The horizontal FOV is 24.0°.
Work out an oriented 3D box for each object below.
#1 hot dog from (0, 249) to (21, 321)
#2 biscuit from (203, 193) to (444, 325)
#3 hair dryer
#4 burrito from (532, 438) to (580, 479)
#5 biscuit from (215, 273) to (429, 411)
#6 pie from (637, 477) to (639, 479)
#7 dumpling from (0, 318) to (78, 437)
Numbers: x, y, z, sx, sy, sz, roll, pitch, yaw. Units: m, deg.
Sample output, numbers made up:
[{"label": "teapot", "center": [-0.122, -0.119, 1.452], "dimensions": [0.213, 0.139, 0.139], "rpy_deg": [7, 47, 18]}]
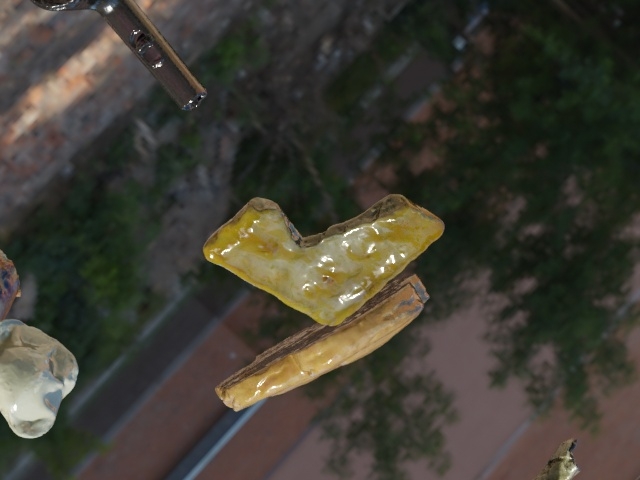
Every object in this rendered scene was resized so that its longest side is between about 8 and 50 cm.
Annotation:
[{"label": "hot dog", "center": [-0.640, 0.098, 2.246], "dimensions": [0.196, 0.367, 0.365], "rpy_deg": [-20, -141, 35]}, {"label": "biscuit", "center": [0.000, 0.000, 1.458], "dimensions": [0.174, 0.183, 0.039], "rpy_deg": [-44, -147, 30]}, {"label": "hair dryer", "center": [-0.220, -0.253, 1.746], "dimensions": [0.089, 0.251, 0.197], "rpy_deg": [-43, 178, 16]}, {"label": "burrito", "center": [0.326, 0.351, 2.163], "dimensions": [0.171, 0.042, 0.051], "rpy_deg": [-54, -163, 37]}, {"label": "biscuit", "center": [0.001, 0.127, 1.770], "dimensions": [0.269, 0.051, 0.376], "rpy_deg": [-29, -179, -19]}, {"label": "pie", "center": [0.406, 0.276, 1.576], "dimensions": [0.339, 0.077, 0.339], "rpy_deg": [-36, 180, 0]}, {"label": "dumpling", "center": [-0.427, 0.202, 2.239], "dimensions": [0.134, 0.169, 0.099], "rpy_deg": [-17, 143, -30]}]
